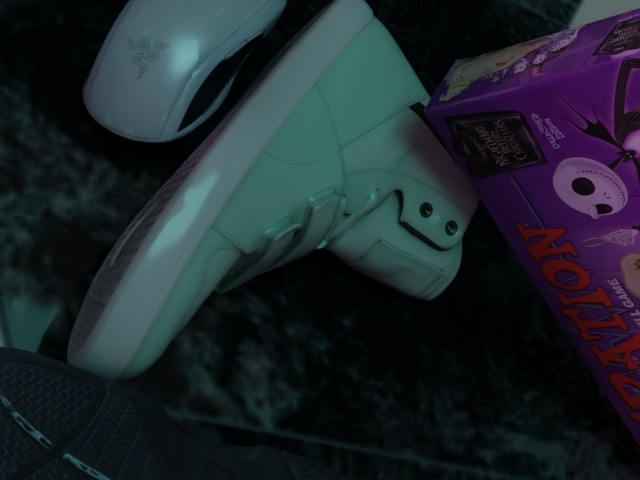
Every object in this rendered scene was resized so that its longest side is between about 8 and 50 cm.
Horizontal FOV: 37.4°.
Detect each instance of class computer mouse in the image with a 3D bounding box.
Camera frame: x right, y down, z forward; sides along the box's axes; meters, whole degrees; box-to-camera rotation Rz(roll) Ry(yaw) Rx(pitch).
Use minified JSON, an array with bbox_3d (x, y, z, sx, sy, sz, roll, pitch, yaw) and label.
[{"bbox_3d":[-0.054,-0.129,0.499,0.106,0.042,0.193,26,58,7],"label":"computer mouse"}]

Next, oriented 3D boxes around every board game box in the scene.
[{"bbox_3d":[0.221,0.038,0.458,0.347,0.208,0.056,52,57,-25],"label":"board game box"}]

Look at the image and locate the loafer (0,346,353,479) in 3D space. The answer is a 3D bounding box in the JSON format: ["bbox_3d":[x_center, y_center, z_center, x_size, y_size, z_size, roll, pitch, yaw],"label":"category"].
[{"bbox_3d":[-0.043,0.147,0.402,0.302,0.095,0.109,32,28,-22],"label":"loafer"}]

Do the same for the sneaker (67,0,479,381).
[{"bbox_3d":[0.000,0.000,0.468,0.151,0.094,0.256,44,57,-12],"label":"sneaker"}]
